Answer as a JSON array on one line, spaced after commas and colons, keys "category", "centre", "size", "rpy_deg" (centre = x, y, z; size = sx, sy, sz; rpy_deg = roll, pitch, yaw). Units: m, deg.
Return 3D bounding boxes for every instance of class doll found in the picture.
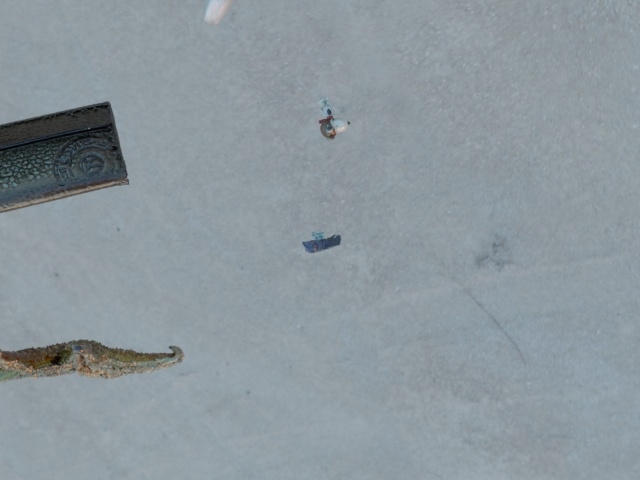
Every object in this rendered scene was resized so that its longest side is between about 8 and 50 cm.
[{"category": "doll", "centre": [0.016, -0.232, 1.175], "size": [0.085, 0.058, 0.040], "rpy_deg": [54, 164, 15]}]

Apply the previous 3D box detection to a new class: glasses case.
[{"category": "glasses case", "centre": [-0.164, -0.457, 1.078], "size": [0.049, 0.197, 0.076], "rpy_deg": [20, 147, -16]}]

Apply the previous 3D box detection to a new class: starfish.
[{"category": "starfish", "centre": [-0.281, 0.136, 0.702], "size": [0.240, 0.227, 0.043], "rpy_deg": [-9, 70, -2]}]

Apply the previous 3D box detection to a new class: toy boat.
[{"category": "toy boat", "centre": [0.000, 0.000, 1.034], "size": [0.038, 0.083, 0.038], "rpy_deg": [13, 108, 42]}]

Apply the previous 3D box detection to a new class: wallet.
[{"category": "wallet", "centre": [-0.388, -0.106, 0.816], "size": [0.039, 0.243, 0.133], "rpy_deg": [102, 151, -65]}]
